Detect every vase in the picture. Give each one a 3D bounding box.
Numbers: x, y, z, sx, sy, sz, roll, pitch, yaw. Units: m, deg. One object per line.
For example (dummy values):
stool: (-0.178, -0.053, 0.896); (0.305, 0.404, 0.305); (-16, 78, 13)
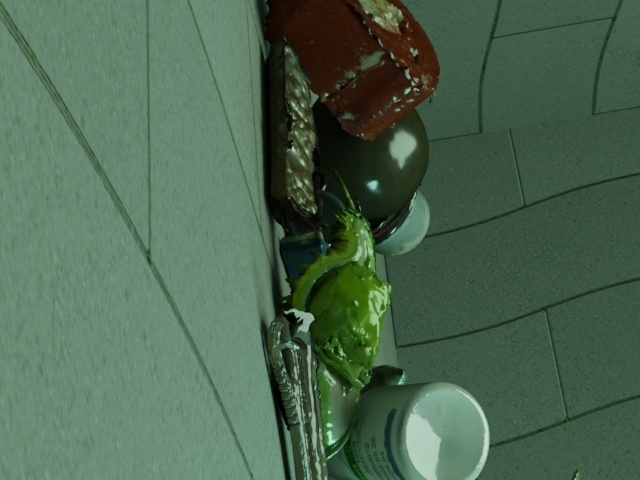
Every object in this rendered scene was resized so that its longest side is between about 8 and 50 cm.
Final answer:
vase: (0.000, 0.000, 1.865); (0.214, 0.086, 0.086); (79, 4, -73)

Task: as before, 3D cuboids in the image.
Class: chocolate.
chocolate: (-0.042, -0.140, 1.744); (0.329, 0.065, 0.102); (-95, 159, -45)
chocolate: (0.116, -0.039, 2.298); (0.147, 0.221, 0.221); (45, 28, -39)

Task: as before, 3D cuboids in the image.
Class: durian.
durian: (0.018, 0.090, 1.585); (0.106, 0.132, 0.375); (61, 36, -78)

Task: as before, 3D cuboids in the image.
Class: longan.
longan: (0.068, -0.149, 2.119); (0.248, 0.248, 0.248); (-9, 90, -85)

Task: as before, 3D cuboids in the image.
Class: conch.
conch: (0.067, 0.242, 1.821); (0.116, 0.106, 0.173); (15, 99, -57)

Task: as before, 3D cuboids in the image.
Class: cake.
cake: (0.051, -0.294, 1.943); (0.283, 0.151, 0.177); (45, 28, -13)

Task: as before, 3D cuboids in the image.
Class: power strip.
power strip: (-0.015, 0.039, 1.730); (0.123, 0.056, 0.032); (76, 7, -49)

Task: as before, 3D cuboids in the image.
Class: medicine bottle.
medicine bottle: (0.093, 0.250, 1.632); (0.237, 0.139, 0.139); (-17, -100, 59)

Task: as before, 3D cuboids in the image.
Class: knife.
knife: (-0.019, 0.258, 1.443); (0.089, 0.043, 0.365); (-3, 86, -51)

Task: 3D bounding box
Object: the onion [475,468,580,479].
onion: (0.177, 0.461, 1.768); (0.358, 0.345, 0.358); (36, 47, -51)
